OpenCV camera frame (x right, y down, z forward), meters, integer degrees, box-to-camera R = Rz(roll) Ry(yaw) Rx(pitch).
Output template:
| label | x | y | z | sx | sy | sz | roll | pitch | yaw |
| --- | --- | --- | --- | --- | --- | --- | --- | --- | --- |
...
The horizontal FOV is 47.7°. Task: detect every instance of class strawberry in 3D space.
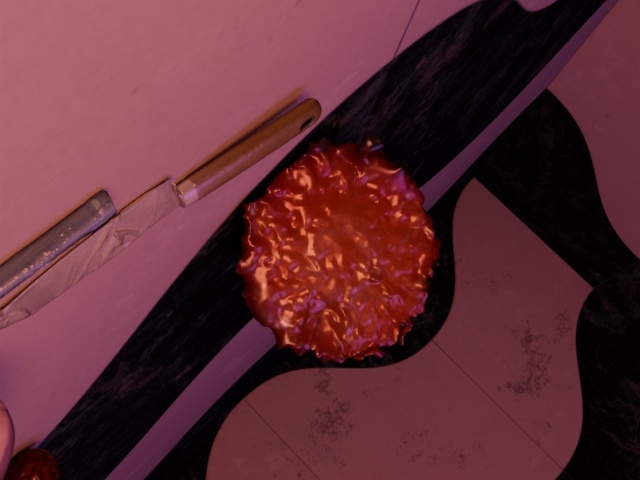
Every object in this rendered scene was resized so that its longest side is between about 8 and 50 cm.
| label | x | y | z | sx | sy | sz | roll | pitch | yaw |
| --- | --- | --- | --- | --- | --- | --- | --- | --- | --- |
| strawberry | 0.000 | 0.000 | 0.780 | 0.234 | 0.234 | 0.178 | -44 | -160 | -10 |

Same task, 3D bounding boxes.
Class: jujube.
| label | x | y | z | sx | sy | sz | roll | pitch | yaw |
| --- | --- | --- | --- | --- | --- | --- | --- | --- | --- |
| jujube | -0.322 | 0.273 | 0.742 | 0.129 | 0.077 | 0.077 | -55 | 174 | -14 |

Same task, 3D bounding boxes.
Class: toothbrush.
| label | x | y | z | sx | sy | sz | roll | pitch | yaw |
| --- | --- | --- | --- | --- | --- | --- | --- | --- | --- |
| toothbrush | -0.202 | 0.041 | 0.394 | 0.219 | 0.016 | 0.019 | -40 | 162 | -23 |

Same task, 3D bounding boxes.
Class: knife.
| label | x | y | z | sx | sy | sz | roll | pitch | yaw |
| --- | --- | --- | --- | --- | --- | --- | --- | --- | --- |
| knife | -0.109 | -0.027 | 0.512 | 0.297 | 0.017 | 0.047 | -38 | 167 | -22 |

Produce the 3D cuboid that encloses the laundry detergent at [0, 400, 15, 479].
| label | x | y | z | sx | sy | sz | roll | pitch | yaw |
| --- | --- | --- | --- | --- | --- | --- | --- | --- | --- |
| laundry detergent | -0.299 | 0.215 | 0.512 | 0.159 | 0.088 | 0.335 | -38 | 170 | -42 |
